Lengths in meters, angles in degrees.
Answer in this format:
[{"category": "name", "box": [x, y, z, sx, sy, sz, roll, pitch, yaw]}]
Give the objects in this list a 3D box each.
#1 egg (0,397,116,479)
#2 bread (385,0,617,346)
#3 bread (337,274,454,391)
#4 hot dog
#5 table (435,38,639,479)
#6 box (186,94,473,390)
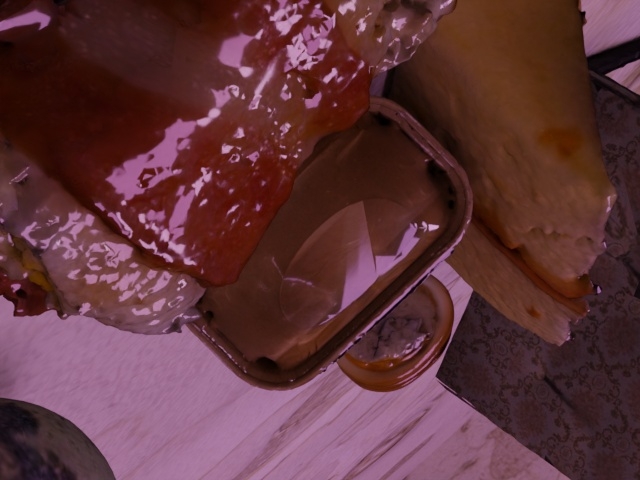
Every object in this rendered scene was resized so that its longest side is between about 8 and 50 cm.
[{"category": "egg", "box": [-0.169, 0.151, 0.677, 0.141, 0.141, 0.182, -33, 153, -28]}, {"category": "bread", "box": [0.139, -0.052, 0.800, 0.135, 0.178, 0.240, -36, 163, -14]}, {"category": "bread", "box": [0.070, 0.090, 1.234, 0.119, 0.084, 0.177, -40, 170, -4]}, {"category": "hot dog", "box": [-0.049, -0.064, 0.455, 0.213, 0.103, 0.146, -48, 146, -10]}, {"category": "table", "box": [0.311, 0.014, 1.187, 0.272, 0.222, 0.335, -24, 142, -48]}, {"category": "box", "box": [0.000, 0.000, 0.753, 0.177, 0.111, 0.111, -44, 165, 11]}]
